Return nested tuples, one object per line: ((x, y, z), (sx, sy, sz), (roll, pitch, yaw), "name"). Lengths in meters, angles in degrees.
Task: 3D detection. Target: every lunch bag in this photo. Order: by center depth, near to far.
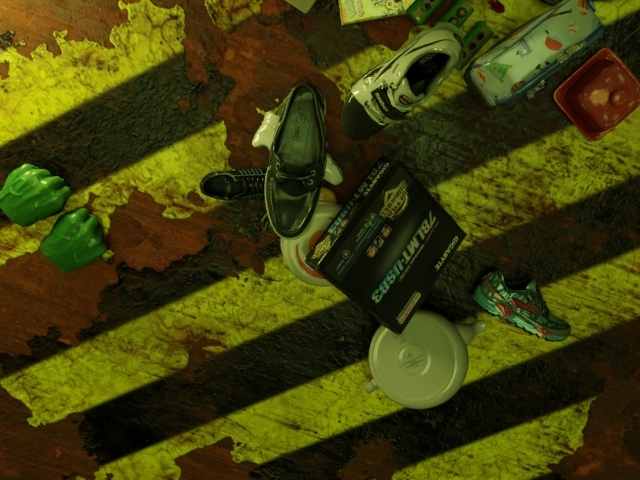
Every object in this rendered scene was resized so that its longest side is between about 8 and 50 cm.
((0.418, -0.373, 1.150), (0.243, 0.303, 0.115), (-36, 99, 11), "lunch bag")

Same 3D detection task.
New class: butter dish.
((0.627, -0.313, 1.257), (0.160, 0.118, 0.160), (-43, 101, 14), "butter dish")

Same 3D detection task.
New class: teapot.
((0.248, 0.290, 1.423), (0.256, 0.187, 0.252), (12, 88, 25), "teapot")

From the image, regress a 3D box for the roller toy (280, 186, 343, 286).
((0.000, 0.000, 1.355), (0.191, 0.146, 0.209), (-39, 105, 1), "roller toy")

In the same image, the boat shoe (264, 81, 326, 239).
((-0.049, -0.171, 1.220), (0.127, 0.113, 0.339), (13, 88, 1), "boat shoe")

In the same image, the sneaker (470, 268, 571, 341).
((0.509, 0.155, 1.409), (0.262, 0.104, 0.125), (25, 104, -6), "sneaker")

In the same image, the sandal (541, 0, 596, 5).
((0.559, -0.548, 1.231), (0.255, 0.054, 0.097), (1, 114, -8), "sandal")

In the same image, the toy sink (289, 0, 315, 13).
((-0.065, -0.584, 1.179), (0.131, 0.234, 0.152), (27, 107, -37), "toy sink")

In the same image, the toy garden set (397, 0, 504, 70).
((0.291, -0.521, 1.216), (0.244, 0.049, 0.204), (41, 92, -20), "toy garden set")

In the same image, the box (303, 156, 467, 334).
((0.156, 0.016, 1.294), (0.293, 0.073, 0.295), (41, 81, -29), "box")

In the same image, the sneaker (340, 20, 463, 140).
((0.159, -0.319, 1.229), (0.122, 0.146, 0.330), (38, 124, -17), "sneaker")

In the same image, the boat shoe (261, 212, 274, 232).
((-0.098, -0.069, 1.374), (0.046, 0.038, 0.125), (19, 128, -37), "boat shoe")

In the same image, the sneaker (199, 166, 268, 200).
((-0.167, -0.127, 1.351), (0.232, 0.090, 0.081), (-3, 106, 3), "sneaker")

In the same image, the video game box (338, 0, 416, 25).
((0.121, -0.580, 1.232), (0.187, 0.048, 0.205), (-8, 106, 6), "video game box")

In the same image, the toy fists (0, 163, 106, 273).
((-0.632, -0.058, 1.387), (0.142, 0.096, 0.279), (-32, 105, 21), "toy fists")

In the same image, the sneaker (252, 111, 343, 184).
((-0.056, -0.187, 1.330), (0.232, 0.090, 0.115), (37, 97, 1), "sneaker")
